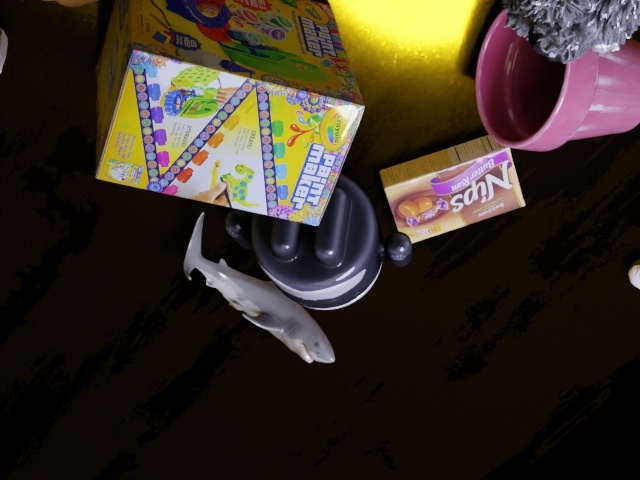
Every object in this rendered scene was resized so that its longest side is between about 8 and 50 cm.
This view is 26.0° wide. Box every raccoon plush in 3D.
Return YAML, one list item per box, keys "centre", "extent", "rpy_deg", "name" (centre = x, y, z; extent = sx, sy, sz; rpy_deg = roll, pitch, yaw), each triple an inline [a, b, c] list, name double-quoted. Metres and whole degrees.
- centre: [0.357, -0.402, 1.603]
  extent: [0.446, 0.216, 0.299]
  rpy_deg: [-25, 155, -2]
  name: "raccoon plush"

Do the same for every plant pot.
- centre: [0.334, -0.215, 1.837]
  extent: [0.180, 0.201, 0.201]
  rpy_deg: [3, 125, -29]
  name: "plant pot"

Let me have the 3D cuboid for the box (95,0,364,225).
- centre: [-0.122, -0.189, 1.711]
  extent: [0.279, 0.290, 0.177]
  rpy_deg: [12, 120, -17]
  name: "box"

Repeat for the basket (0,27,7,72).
- centre: [-0.490, -0.240, 1.729]
  extent: [0.167, 0.113, 0.103]
  rpy_deg: [-23, 122, 7]
  name: "basket"

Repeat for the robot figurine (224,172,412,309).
- centre: [-0.002, -0.002, 1.881]
  extent: [0.173, 0.209, 0.278]
  rpy_deg: [-43, 167, -3]
  name: "robot figurine"

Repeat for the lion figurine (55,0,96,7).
- centre: [-0.220, -0.361, 1.610]
  extent: [0.392, 0.240, 0.142]
  rpy_deg: [-38, 121, 17]
  name: "lion figurine"

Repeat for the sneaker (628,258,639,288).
- centre: [0.552, 0.124, 2.145]
  extent: [0.235, 0.094, 0.153]
  rpy_deg: [14, 113, -29]
  name: "sneaker"

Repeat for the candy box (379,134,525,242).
- centre: [0.189, -0.074, 1.982]
  extent: [0.186, 0.053, 0.109]
  rpy_deg: [-17, 125, 5]
  name: "candy box"

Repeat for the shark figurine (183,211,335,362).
- centre: [-0.086, 0.064, 2.026]
  extent: [0.278, 0.166, 0.116]
  rpy_deg: [38, 86, -10]
  name: "shark figurine"
